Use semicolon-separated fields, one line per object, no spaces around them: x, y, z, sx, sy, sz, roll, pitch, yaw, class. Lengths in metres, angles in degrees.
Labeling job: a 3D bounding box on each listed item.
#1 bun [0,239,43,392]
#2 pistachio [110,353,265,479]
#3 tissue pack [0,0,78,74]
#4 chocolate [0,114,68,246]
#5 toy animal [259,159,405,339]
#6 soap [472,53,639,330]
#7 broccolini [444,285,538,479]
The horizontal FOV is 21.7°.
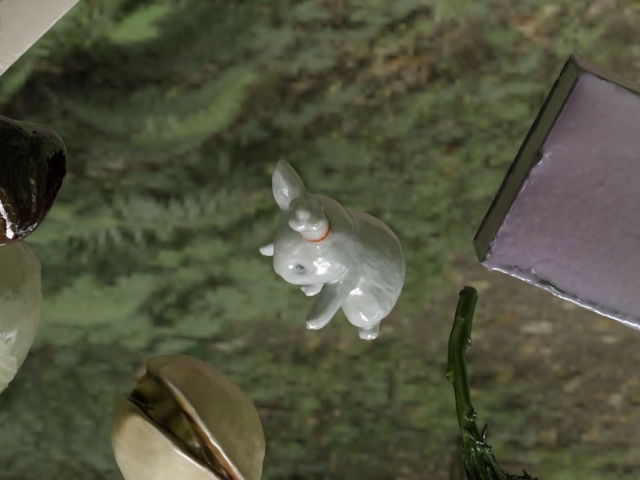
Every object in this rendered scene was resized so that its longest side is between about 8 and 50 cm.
-0.473;0.056;1.790;0.360;0.211;0.359;-6;151;-3;bun
-0.172;0.260;2.165;0.214;0.193;0.318;38;170;23;pistachio
-0.272;-0.237;1.362;0.071;0.325;0.170;23;153;46;tissue pack
-0.280;-0.057;1.439;0.080;0.125;0.149;-6;168;29;chocolate
-0.006;0.012;1.947;0.140;0.138;0.282;48;-168;33;toy animal
0.387;-0.052;2.157;0.285;0.296;0.107;25;-161;-8;soap
0.179;0.178;1.662;0.062;0.271;0.123;-14;165;29;broccolini
